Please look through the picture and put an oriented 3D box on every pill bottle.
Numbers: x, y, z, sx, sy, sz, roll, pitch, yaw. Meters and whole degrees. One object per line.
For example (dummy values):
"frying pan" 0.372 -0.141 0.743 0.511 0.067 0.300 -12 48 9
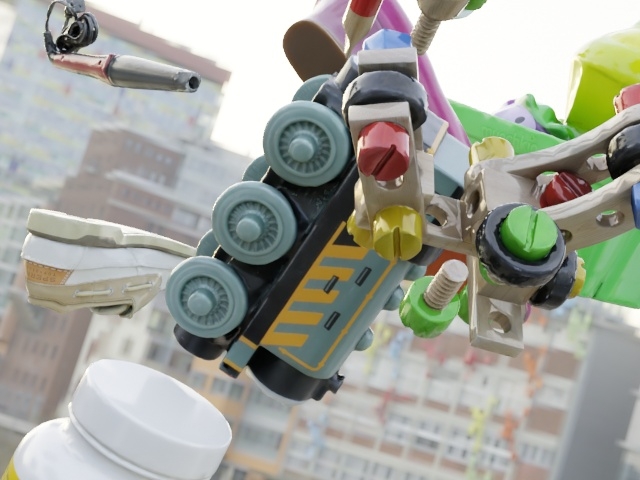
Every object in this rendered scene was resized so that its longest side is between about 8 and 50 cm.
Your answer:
"pill bottle" -0.216 0.283 1.363 0.188 0.334 0.188 27 12 -6

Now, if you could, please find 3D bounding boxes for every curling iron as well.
"curling iron" -0.186 -0.167 1.374 0.035 0.068 0.274 -8 21 -32

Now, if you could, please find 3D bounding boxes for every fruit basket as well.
"fruit basket" 0.331 -0.131 1.846 0.283 0.392 0.392 13 -4 -41

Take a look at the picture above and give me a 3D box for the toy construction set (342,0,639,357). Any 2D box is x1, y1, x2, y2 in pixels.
"toy construction set" 0.096 -0.053 1.135 0.257 0.309 0.237 -12 -28 -25

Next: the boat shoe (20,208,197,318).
"boat shoe" -0.237 0.033 1.722 0.113 0.103 0.302 14 0 29

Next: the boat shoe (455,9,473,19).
"boat shoe" 0.102 -0.421 2.077 0.302 0.114 0.091 57 -32 -2

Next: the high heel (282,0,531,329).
"high heel" 0.117 -0.096 1.514 0.127 0.181 0.377 -24 -78 36

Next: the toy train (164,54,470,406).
"toy train" 0.000 0.000 1.374 0.190 0.334 0.142 34 22 1
